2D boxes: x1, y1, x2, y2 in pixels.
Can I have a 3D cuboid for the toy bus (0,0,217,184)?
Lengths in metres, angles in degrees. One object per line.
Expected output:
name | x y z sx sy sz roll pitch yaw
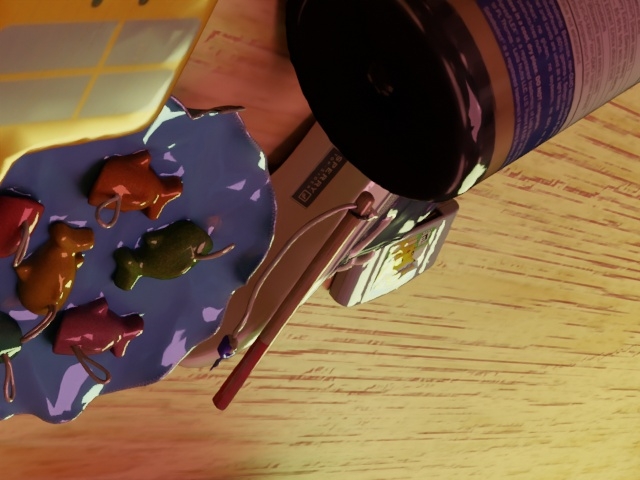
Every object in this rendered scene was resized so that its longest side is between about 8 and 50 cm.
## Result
toy bus | -0.079 -0.133 0.543 0.130 0.108 0.333 -14 141 -52

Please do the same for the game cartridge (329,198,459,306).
game cartridge | 0.043 0.008 1.074 0.083 0.017 0.056 -24 153 -38

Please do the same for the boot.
boot | 0.000 0.000 0.922 0.190 0.069 0.086 -45 150 -3

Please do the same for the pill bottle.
pill bottle | 0.102 -0.116 0.838 0.219 0.123 0.123 -32 153 -28

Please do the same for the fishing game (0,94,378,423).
fishing game | -0.095 0.015 0.766 0.264 0.041 0.189 12 123 -43
